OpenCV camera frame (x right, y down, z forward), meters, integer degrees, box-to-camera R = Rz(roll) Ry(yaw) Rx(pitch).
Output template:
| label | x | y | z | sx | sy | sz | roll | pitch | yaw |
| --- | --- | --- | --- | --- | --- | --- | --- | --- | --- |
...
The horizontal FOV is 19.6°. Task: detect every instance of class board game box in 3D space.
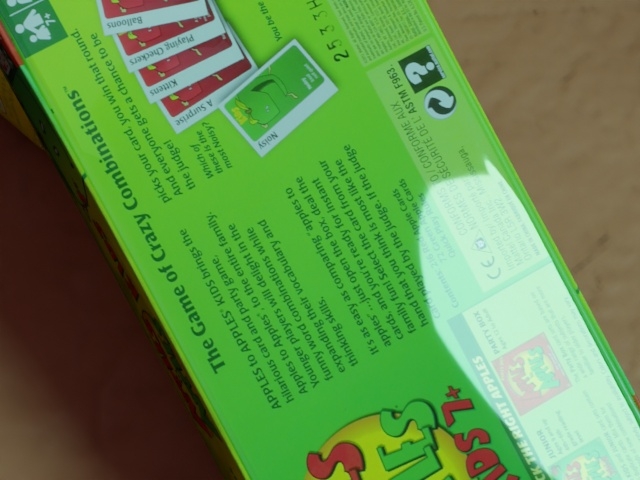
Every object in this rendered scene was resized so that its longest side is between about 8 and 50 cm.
| label | x | y | z | sx | sy | sz | roll | pitch | yaw |
| --- | --- | --- | --- | --- | --- | --- | --- | --- | --- |
| board game box | 0.000 | 0.000 | 0.441 | 0.092 | 0.043 | 0.181 | -29 | 93 | -11 |

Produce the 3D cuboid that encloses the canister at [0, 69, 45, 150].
| label | x | y | z | sx | sy | sz | roll | pitch | yaw |
| --- | --- | --- | --- | --- | --- | --- | --- | --- | --- |
| canister | -0.097 | -0.119 | 0.514 | 0.170 | 0.073 | 0.126 | 40 | 74 | 14 |
